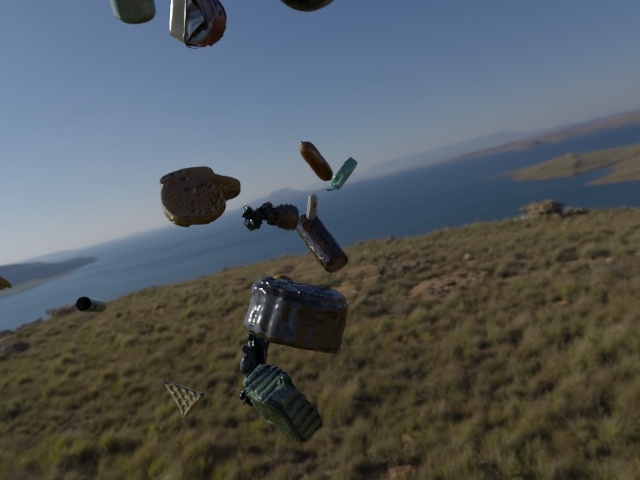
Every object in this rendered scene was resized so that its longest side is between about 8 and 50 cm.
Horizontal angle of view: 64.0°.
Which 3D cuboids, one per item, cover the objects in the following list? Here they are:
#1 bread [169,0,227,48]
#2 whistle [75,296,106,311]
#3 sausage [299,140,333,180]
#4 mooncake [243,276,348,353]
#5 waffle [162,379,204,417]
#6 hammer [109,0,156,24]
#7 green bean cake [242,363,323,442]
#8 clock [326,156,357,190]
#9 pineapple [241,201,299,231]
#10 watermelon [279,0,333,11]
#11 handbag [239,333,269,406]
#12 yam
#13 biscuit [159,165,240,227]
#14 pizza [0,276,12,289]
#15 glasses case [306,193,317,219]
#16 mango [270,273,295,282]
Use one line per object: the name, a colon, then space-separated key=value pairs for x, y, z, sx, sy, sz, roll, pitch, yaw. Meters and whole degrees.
bread: x=-0.472 y=-0.860 z=1.986 sx=0.211 sy=0.225 sz=0.142 roll=13 pitch=17 yaw=15
whistle: x=-0.946 y=0.268 z=2.127 sx=0.062 sy=0.062 sz=0.312 roll=-15 pitch=-5 yaw=-14
sausage: x=-0.013 y=-0.273 z=1.779 sx=0.062 sy=0.183 sz=0.054 roll=-40 pitch=22 yaw=-6
mooncake: x=-0.070 y=0.229 z=1.625 sx=0.323 sy=0.187 sz=0.324 roll=13 pitch=0 yaw=0
waffle: x=-0.421 y=0.454 z=1.571 sx=0.098 sy=0.152 sz=0.023 roll=-52 pitch=-33 yaw=8
hammer: x=-0.408 y=-0.696 z=1.374 sx=0.334 sy=0.207 sz=0.119 roll=-2 pitch=35 yaw=2
green bean cake: x=-0.116 y=0.498 z=1.573 sx=0.125 sy=0.223 sz=0.227 roll=-42 pitch=28 yaw=-27
clock: x=0.071 y=-0.218 z=1.763 sx=0.135 sy=0.041 sz=0.101 roll=-52 pitch=1 yaw=40
pineapple: x=-0.204 y=-0.097 z=2.068 sx=0.236 sy=0.111 sz=0.119 roll=4 pitch=42 yaw=-20
watermelon: x=-0.045 y=-0.885 z=1.650 sx=0.284 sy=0.286 sz=0.285 roll=-13 pitch=6 yaw=1
handbag: x=-0.291 y=0.552 z=2.241 sx=0.118 sy=0.326 sz=0.269 roll=5 pitch=-21 yaw=-3
yam: x=-0.002 y=0.001 z=2.163 sx=0.131 sy=0.280 sz=0.131 roll=-25 pitch=-32 yaw=-17
biscuit: x=-0.427 y=-0.165 z=1.833 sx=0.287 sy=0.057 sz=0.344 roll=-16 pitch=41 yaw=-16
pizza: x=-1.087 y=0.141 z=1.652 sx=0.099 sy=0.036 sz=0.160 roll=-45 pitch=-38 yaw=4
glasses case: x=-0.027 y=-0.109 z=1.663 sx=0.032 sy=0.084 sz=0.021 roll=-3 pitch=13 yaw=-43
mango: x=-0.133 y=0.207 z=2.051 sx=0.101 sy=0.188 sz=0.066 roll=-40 pitch=-1 yaw=-16
